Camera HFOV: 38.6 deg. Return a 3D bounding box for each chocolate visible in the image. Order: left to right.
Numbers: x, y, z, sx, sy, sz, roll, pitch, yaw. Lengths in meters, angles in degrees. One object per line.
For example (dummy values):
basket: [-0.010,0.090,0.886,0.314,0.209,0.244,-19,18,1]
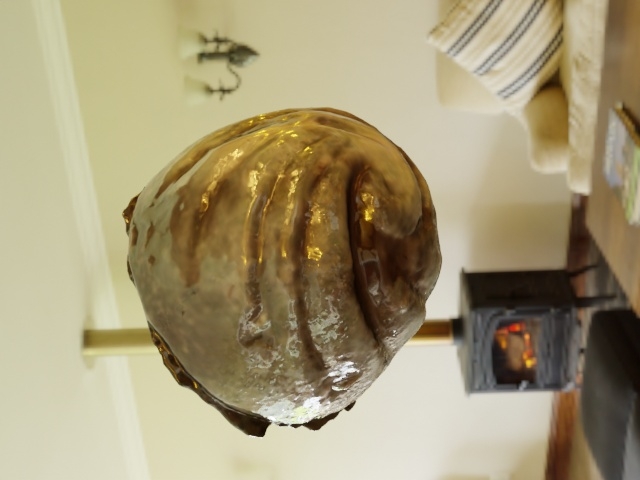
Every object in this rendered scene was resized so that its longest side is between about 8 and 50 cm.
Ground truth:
chocolate: [0.000,0.000,0.828,0.213,0.303,0.303,-40,37,39]
